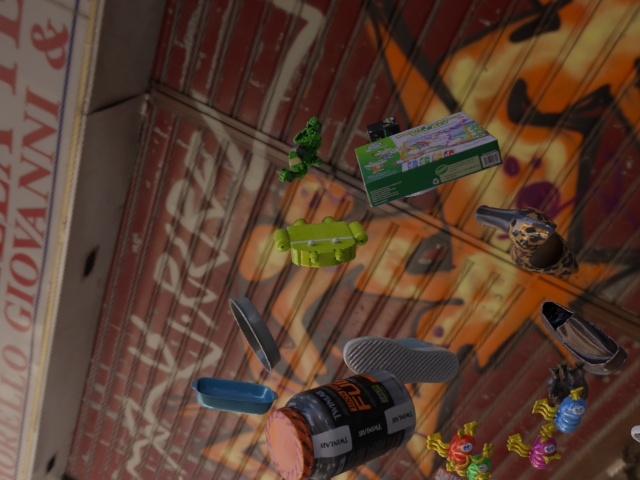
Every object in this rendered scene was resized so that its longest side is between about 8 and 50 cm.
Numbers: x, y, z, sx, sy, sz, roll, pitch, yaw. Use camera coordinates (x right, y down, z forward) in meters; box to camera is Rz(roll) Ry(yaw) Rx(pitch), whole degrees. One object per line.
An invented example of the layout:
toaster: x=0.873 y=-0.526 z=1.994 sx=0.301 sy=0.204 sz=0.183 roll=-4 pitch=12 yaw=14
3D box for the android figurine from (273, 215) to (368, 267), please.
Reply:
android figurine: x=0.000 y=0.000 z=1.475 sx=0.273 sy=0.248 sz=0.056 roll=-106 pitch=12 yaw=-68

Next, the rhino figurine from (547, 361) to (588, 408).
rhino figurine: x=0.599 y=0.363 z=1.359 sx=0.243 sy=0.073 sz=0.106 roll=6 pitch=-102 yaw=-53

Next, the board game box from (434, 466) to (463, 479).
board game box: x=0.435 y=0.757 z=1.693 sx=0.045 sy=0.146 sz=0.193 roll=-59 pitch=-10 yaw=-12

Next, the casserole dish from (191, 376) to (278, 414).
casserole dish: x=-0.185 y=0.335 z=1.191 sx=0.114 sy=0.188 sz=0.037 roll=-149 pitch=70 yaw=-77

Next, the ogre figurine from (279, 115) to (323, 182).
ogre figurine: x=-0.046 y=-0.254 z=1.613 sx=0.118 sy=0.096 sz=0.197 roll=14 pitch=-95 yaw=-73

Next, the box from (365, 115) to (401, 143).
box: x=0.170 y=-0.288 z=1.491 sx=0.062 sy=0.083 sz=0.052 roll=-99 pitch=-11 yaw=-58

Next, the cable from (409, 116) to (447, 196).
cable: x=0.300 y=-0.232 z=1.548 sx=0.257 sy=0.089 sz=0.257 roll=-49 pitch=25 yaw=-16

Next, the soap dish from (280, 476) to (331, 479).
soap dish: x=-0.011 y=0.791 z=1.576 sx=0.118 sy=0.291 sz=0.229 roll=-28 pitch=20 yaw=37

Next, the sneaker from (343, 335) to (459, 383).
sneaker: x=0.215 y=0.345 z=1.628 sx=0.150 sy=0.365 sz=0.135 roll=-171 pitch=95 yaw=-68

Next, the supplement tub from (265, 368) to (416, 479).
supplement tub: x=0.050 y=0.449 z=1.356 sx=0.338 sy=0.207 sz=0.207 roll=-7 pitch=-45 yaw=-37

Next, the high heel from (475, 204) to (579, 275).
high heel: x=0.423 y=0.018 z=1.011 sx=0.093 sy=0.261 sz=0.186 roll=-61 pitch=19 yaw=1

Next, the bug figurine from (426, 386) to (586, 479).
bug figurine: x=0.324 y=0.346 z=0.939 sx=0.216 sy=0.279 sz=0.072 roll=76 pitch=175 yaw=-46

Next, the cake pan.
cake pan: x=-0.222 y=0.317 z=1.913 sx=0.054 sy=0.293 sz=0.293 roll=-28 pitch=-16 yaw=-18

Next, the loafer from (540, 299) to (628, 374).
loafer: x=0.865 y=0.321 z=1.886 sx=0.134 sy=0.130 sz=0.366 roll=-45 pitch=28 yaw=0

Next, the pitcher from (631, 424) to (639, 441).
pitcher: x=0.914 y=0.520 z=1.392 sx=0.125 sy=0.207 sz=0.178 roll=-57 pitch=4 yaw=-28

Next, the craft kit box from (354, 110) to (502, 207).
craft kit box: x=0.200 y=-0.168 z=1.102 sx=0.247 sy=0.249 sz=0.061 roll=-92 pitch=-18 yaw=-68
